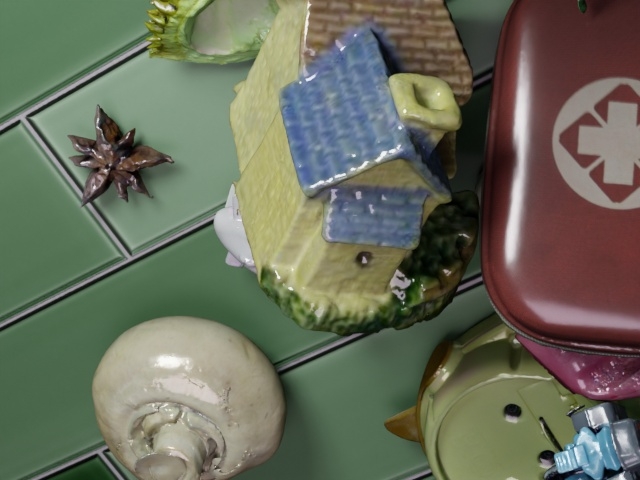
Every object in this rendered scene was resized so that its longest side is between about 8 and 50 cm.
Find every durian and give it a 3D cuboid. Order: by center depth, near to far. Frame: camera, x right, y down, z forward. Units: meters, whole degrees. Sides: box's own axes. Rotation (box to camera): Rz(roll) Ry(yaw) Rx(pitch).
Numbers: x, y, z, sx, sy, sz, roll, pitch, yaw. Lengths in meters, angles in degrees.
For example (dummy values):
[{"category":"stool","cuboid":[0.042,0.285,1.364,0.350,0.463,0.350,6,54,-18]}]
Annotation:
[{"category":"durian","cuboid":[-0.019,-0.274,1.563,0.394,0.163,0.198,-13,119,11]}]

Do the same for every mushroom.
[{"category":"mushroom","cuboid":[-0.166,0.218,1.853,0.246,0.202,0.246,5,131,6]}]

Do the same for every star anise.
[{"category":"star anise","cuboid":[-0.248,-0.083,1.771,0.124,0.056,0.129,36,120,-12]}]

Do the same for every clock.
[{"category":"clock","cuboid":[0.257,0.225,1.818,0.348,0.117,0.286,-25,112,23]}]

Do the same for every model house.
[{"category":"model house","cuboid":[0.066,-0.107,1.511,0.261,0.321,0.266,2,140,-20]}]

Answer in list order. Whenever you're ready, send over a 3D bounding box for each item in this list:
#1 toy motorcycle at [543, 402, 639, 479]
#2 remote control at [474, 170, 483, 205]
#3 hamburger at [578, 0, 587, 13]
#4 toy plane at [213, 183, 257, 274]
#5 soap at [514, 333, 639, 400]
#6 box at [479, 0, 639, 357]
[{"category":"toy motorcycle","cuboid":[0.361,0.238,1.627,0.182,0.123,0.272,-27,154,30]},{"category":"remote control","cuboid":[0.273,-0.080,1.680,0.221,0.042,0.078,-24,112,23]},{"category":"hamburger","cuboid":[0.215,-0.335,1.446,0.125,0.214,0.235,0,120,21]},{"category":"toy plane","cuboid":[-0.001,0.003,1.741,0.252,0.118,0.252,9,139,8]},{"category":"soap","cuboid":[0.367,0.053,1.619,0.325,0.127,0.220,-34,82,-4]},{"category":"box","cuboid":[0.296,-0.085,1.520,0.263,0.108,0.404,4,84,3]}]
